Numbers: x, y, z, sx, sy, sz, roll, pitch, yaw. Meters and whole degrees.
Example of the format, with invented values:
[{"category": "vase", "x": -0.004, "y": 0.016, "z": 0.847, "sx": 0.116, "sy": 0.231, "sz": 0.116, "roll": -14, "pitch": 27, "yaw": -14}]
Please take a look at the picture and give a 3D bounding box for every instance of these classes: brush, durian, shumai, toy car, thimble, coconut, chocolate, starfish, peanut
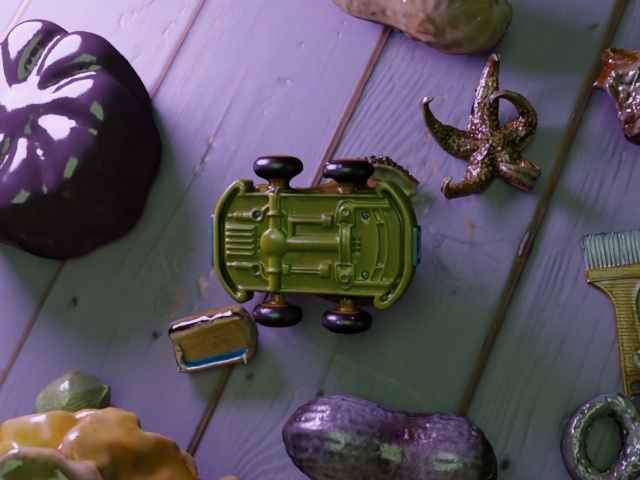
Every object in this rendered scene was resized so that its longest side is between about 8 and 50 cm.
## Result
[{"category": "brush", "x": 0.359, "y": 0.092, "z": 0.931, "sx": 0.082, "sy": 0.010, "sz": 0.218, "roll": -5, "pitch": 72, "yaw": 7}, {"category": "durian", "x": 0.059, "y": -0.073, "z": 1.013, "sx": 0.130, "sy": 0.052, "sz": 0.066, "roll": -14, "pitch": 73, "yaw": 4}, {"category": "shumai", "x": 0.392, "y": -0.184, "z": 0.974, "sx": 0.116, "sy": 0.145, "sz": 0.146, "roll": 20, "pitch": 75, "yaw": 38}, {"category": "toy car", "x": 0.000, "y": 0.000, "z": 0.950, "sx": 0.247, "sy": 0.142, "sz": 0.201, "roll": 5, "pitch": 97, "yaw": 14}, {"category": "thimble", "x": 0.310, "y": 0.219, "z": 0.870, "sx": 0.084, "sy": 0.062, "sz": 0.110, "roll": 22, "pitch": 77, "yaw": 13}, {"category": "coconut", "x": -0.296, "y": 0.199, "z": 0.966, "sx": 0.096, "sy": 0.088, "sz": 0.088, "roll": -26, "pitch": 70, "yaw": 8}, {"category": "chocolate", "x": 0.076, "y": 0.233, "z": 0.883, "sx": 0.248, "sy": 0.110, "sz": 0.110, "roll": 5, "pitch": 73, "yaw": 11}, {"category": "starfish", "x": 0.199, "y": -0.140, "z": 0.999, "sx": 0.146, "sy": 0.074, "sz": 0.190, "roll": -1, "pitch": 72, "yaw": 8}, {"category": "peanut", "x": 0.114, "y": -0.336, "z": 1.053, "sx": 0.290, "sy": 0.130, "sz": 0.130, "roll": 26, "pitch": 78, "yaw": 19}]

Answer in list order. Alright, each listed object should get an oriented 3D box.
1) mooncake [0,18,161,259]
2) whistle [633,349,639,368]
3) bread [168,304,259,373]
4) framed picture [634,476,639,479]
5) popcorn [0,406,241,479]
[{"category": "mooncake", "x": -0.364, "y": -0.135, "z": 1.054, "sx": 0.306, "sy": 0.154, "sz": 0.306, "roll": -4, "pitch": 69, "yaw": 10}, {"category": "whistle", "x": 0.462, "y": 0.195, "z": 0.838, "sx": 0.294, "sy": 0.141, "sz": 0.141, "roll": 29, "pitch": 78, "yaw": -3}, {"category": "bread", "x": -0.130, "y": 0.120, "z": 0.983, "sx": 0.106, "sy": 0.053, "sz": 0.072, "roll": -13, "pitch": 94, "yaw": 8}, {"category": "framed picture", "x": 0.381, "y": 0.337, "z": 0.764, "sx": 0.016, "sy": 0.184, "sz": 0.250, "roll": -36, "pitch": 66, "yaw": 27}, {"category": "popcorn", "x": -0.238, "y": 0.366, "z": 0.787, "sx": 0.354, "sy": 0.344, "sz": 0.390, "roll": 24, "pitch": 102, "yaw": 56}]
